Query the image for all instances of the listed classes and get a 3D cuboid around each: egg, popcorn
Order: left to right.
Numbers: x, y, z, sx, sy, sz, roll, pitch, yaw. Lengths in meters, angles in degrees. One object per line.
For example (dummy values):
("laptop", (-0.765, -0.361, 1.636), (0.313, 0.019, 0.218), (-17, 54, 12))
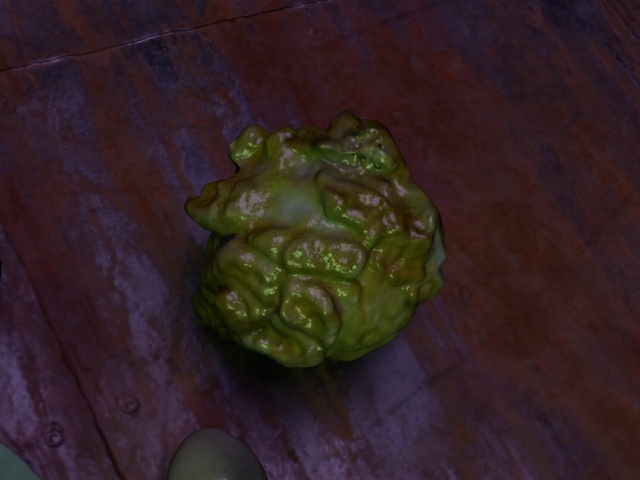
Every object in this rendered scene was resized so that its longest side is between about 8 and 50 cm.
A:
("egg", (-0.111, 0.274, 1.386), (0.114, 0.114, 0.152), (-7, 58, -17))
("popcorn", (-0.017, 0.004, 1.461), (0.312, 0.312, 0.312), (6, 57, -9))

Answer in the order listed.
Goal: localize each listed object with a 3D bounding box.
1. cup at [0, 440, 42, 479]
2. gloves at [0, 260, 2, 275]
("cup", (-0.410, 0.351, 1.124), (0.310, 0.400, 0.392), (52, 48, -24))
("gloves", (-0.432, 0.075, 1.452), (0.164, 0.124, 0.203), (-20, 55, -3))
